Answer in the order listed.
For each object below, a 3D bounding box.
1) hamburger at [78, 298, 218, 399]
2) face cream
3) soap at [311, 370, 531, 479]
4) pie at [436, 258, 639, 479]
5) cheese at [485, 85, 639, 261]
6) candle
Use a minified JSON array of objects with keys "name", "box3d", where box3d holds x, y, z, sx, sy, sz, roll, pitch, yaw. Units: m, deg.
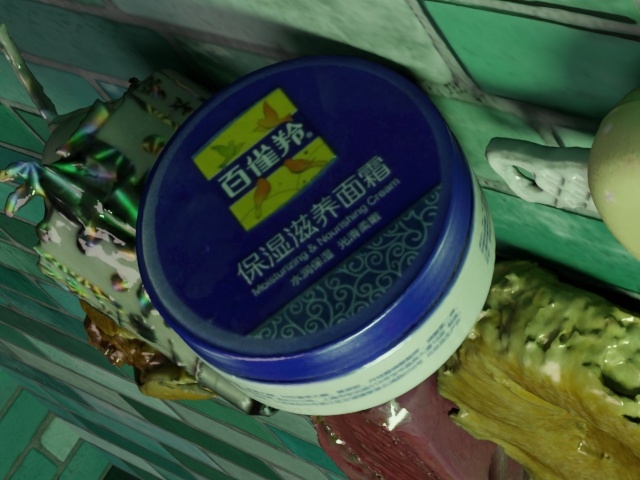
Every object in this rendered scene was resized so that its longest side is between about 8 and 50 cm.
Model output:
[{"name":"hamburger","box3d":[-0.111,0.046,1.495,0.155,0.245,0.282,37,-152,-26]},{"name":"face cream","box3d":[0.000,0.000,1.068,0.206,0.206,0.111,24,164,30]},{"name":"soap","box3d":[0.089,0.155,1.516,0.182,0.112,0.289,25,161,18]},{"name":"pie","box3d":[0.218,0.138,1.261,0.339,0.083,0.339,29,161,11]},{"name":"cheese","box3d":[0.172,-0.035,0.884,0.249,0.071,0.163,24,161,34]},{"name":"candle","box3d":[-0.111,-0.027,1.256,0.330,0.187,0.187,34,164,8]}]
